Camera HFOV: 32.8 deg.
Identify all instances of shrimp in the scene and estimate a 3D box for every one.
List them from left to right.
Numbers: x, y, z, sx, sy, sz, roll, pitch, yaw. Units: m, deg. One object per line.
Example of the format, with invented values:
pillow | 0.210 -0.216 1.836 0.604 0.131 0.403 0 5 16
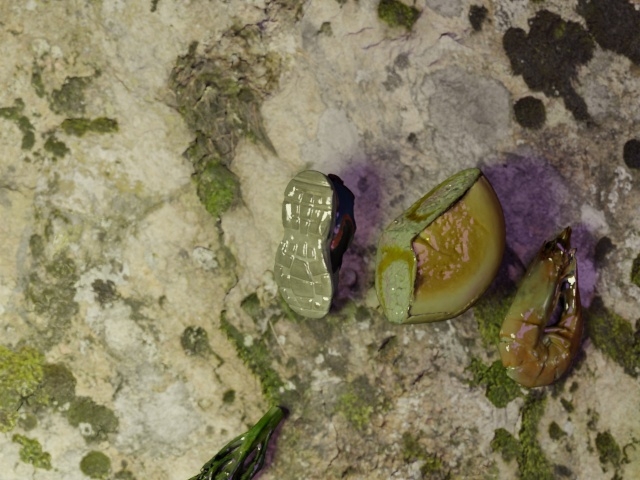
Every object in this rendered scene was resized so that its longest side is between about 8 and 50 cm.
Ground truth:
shrimp | 0.363 0.103 1.717 0.145 0.061 0.267 20 76 -18

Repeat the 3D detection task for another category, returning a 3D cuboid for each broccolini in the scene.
broccolini | -0.124 0.321 1.577 0.091 0.068 0.202 30 76 13

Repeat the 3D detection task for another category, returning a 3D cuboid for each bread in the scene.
bread | 0.183 0.028 1.647 0.260 0.158 0.156 -42 103 -15

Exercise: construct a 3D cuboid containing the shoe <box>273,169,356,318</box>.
shoe | 0.001 0.000 1.643 0.099 0.125 0.227 11 106 24
